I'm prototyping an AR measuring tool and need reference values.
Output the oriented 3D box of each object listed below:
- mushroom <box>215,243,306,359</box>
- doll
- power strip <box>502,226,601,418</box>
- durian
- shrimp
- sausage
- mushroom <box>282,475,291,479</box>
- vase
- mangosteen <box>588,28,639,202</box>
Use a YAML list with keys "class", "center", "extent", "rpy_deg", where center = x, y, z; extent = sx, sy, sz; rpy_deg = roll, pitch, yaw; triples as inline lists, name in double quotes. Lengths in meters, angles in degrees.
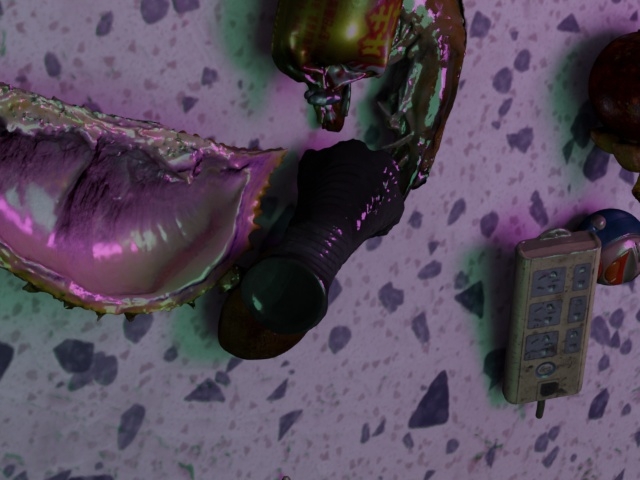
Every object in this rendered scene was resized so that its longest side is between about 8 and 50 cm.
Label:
- class: "mushroom"
  center: [-0.050, 0.059, 1.699]
  extent: [0.127, 0.087, 0.127]
  rpy_deg: [-38, 149, -27]
- class: "doll"
  center: [0.303, 0.014, 1.943]
  extent: [0.152, 0.085, 0.114]
  rpy_deg: [-17, 141, -21]
- class: "power strip"
  center: [0.250, 0.099, 1.920]
  extent: [0.092, 0.034, 0.268]
  rpy_deg: [-9, 130, -11]
- class: "durian"
  center: [-0.208, -0.040, 1.516]
  extent: [0.341, 0.112, 0.191]
  rpy_deg: [11, 110, -31]
- class: "shrimp"
  center: [0.064, -0.154, 1.712]
  extent: [0.173, 0.058, 0.253]
  rpy_deg: [13, 96, -32]
- class: "sausage"
  center: [0.026, -0.262, 1.593]
  extent: [0.125, 0.117, 0.317]
  rpy_deg: [1, 107, -44]
- class: "mushroom"
  center: [0.034, 0.352, 1.902]
  extent: [0.068, 0.043, 0.306]
  rpy_deg: [-53, 134, -42]
- class: "vase"
  center: [0.000, 0.000, 1.605]
  extent: [0.237, 0.115, 0.115]
  rpy_deg: [-60, 147, -59]
- class: "mangosteen"
  center: [0.369, -0.141, 1.880]
  extent: [0.145, 0.156, 0.181]
  rpy_deg: [-25, 106, -12]
